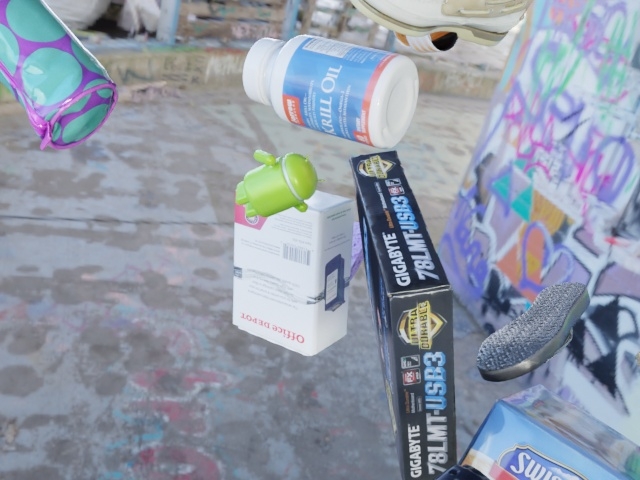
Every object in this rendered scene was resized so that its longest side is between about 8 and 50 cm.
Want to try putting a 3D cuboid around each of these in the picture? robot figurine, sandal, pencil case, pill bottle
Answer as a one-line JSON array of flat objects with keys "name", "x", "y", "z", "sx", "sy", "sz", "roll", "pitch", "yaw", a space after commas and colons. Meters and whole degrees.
[{"name": "robot figurine", "x": -0.054, "y": -0.073, "z": 0.937, "sx": 0.115, "sy": 0.101, "sz": 0.067, "roll": -23, "pitch": 37, "yaw": 17}, {"name": "sandal", "x": 0.310, "y": 0.132, "z": 0.986, "sx": 0.097, "sy": 0.055, "sz": 0.254, "roll": -5, "pitch": 18, "yaw": 47}, {"name": "sandal", "x": 0.228, "y": -0.403, "z": 1.336, "sx": 0.102, "sy": 0.076, "sz": 0.265, "roll": 26, "pitch": -18, "yaw": -31}, {"name": "pencil case", "x": -0.205, "y": -0.133, "z": 0.471, "sx": 0.152, "sy": 0.064, "sz": 0.070, "roll": 47, "pitch": 43, "yaw": 0}, {"name": "pill bottle", "x": 0.009, "y": -0.208, "z": 0.963, "sx": 0.221, "sy": 0.124, "sz": 0.124, "roll": 19, "pitch": 24, "yaw": 27}]

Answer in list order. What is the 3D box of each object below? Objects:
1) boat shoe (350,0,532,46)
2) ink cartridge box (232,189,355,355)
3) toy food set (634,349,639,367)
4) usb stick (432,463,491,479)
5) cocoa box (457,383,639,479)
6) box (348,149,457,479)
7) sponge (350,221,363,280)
[{"name": "boat shoe", "x": 0.163, "y": -0.333, "z": 0.926, "sx": 0.302, "sy": 0.103, "sz": 0.113, "roll": -8, "pitch": 65, "yaw": -40}, {"name": "ink cartridge box", "x": -0.046, "y": 0.040, "z": 1.139, "sx": 0.171, "sy": 0.237, "sz": 0.100, "roll": 16, "pitch": 23, "yaw": 33}, {"name": "toy food set", "x": 0.582, "y": 0.201, "z": 1.214, "sx": 0.019, "sy": 0.078, "sz": 0.122, "roll": 31, "pitch": 17, "yaw": 0}, {"name": "usb stick", "x": 0.048, "y": 0.274, "z": 0.566, "sx": 0.278, "sy": 0.045, "sz": 0.077, "roll": -26, "pitch": 47, "yaw": -34}, {"name": "cocoa box", "x": 0.313, "y": 0.355, "z": 0.962, "sx": 0.231, "sy": 0.228, "sz": 0.347, "roll": 32, "pitch": 7, "yaw": 26}, {"name": "box", "x": 0.099, "y": 0.085, "z": 0.869, "sx": 0.073, "sy": 0.296, "sz": 0.293, "roll": -9, "pitch": 35, "yaw": -1}, {"name": "sponge", "x": 0.000, "y": 0.000, "z": 1.446, "sx": 0.210, "sy": 0.117, "sz": 0.031, "roll": 18, "pitch": -22, "yaw": 34}]
